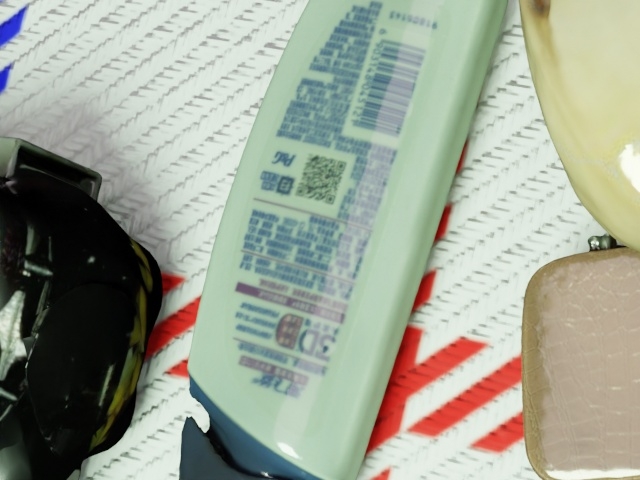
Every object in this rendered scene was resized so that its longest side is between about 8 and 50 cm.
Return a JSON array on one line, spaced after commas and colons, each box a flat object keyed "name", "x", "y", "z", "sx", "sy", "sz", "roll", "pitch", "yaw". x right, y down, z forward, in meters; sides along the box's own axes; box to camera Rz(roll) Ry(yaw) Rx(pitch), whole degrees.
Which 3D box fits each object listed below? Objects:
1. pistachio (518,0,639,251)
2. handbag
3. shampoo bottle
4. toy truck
[{"name": "pistachio", "x": 0.194, "y": -0.125, "z": 0.918, "sx": 0.188, "sy": 0.187, "sz": 0.299, "roll": -15, "pitch": 54, "yaw": 17}, {"name": "handbag", "x": 0.209, "y": 0.065, "z": 0.954, "sx": 0.193, "sy": 0.072, "sz": 0.151, "roll": -10, "pitch": 77, "yaw": 20}, {"name": "shampoo bottle", "x": 0.000, "y": 0.000, "z": 1.038, "sx": 0.134, "sy": 0.078, "sz": 0.359, "roll": 16, "pitch": 87, "yaw": 25}, {"name": "toy truck", "x": -0.259, "y": 0.134, "z": 1.053, "sx": 0.254, "sy": 0.181, "sz": 0.405, "roll": 9, "pitch": 82, "yaw": 32}]
